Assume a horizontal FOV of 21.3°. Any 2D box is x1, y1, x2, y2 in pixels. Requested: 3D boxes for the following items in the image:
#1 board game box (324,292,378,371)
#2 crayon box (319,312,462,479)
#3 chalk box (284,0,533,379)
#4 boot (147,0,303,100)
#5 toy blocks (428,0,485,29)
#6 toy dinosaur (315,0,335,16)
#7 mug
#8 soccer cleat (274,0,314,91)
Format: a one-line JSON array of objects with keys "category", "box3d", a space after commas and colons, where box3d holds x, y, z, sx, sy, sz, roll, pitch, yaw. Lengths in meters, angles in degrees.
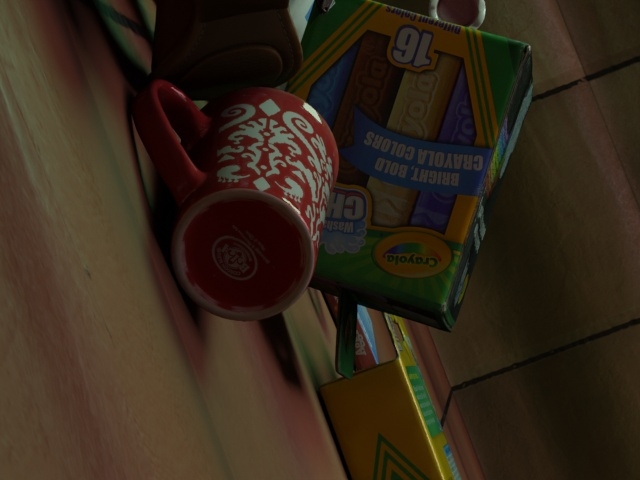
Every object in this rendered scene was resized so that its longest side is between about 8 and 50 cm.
[{"category": "board game box", "box3d": [0.000, 0.000, 1.884, 0.145, 0.027, 0.281, -99, 167, -72]}, {"category": "crayon box", "box3d": [0.083, 0.223, 1.581, 0.203, 0.083, 0.322, 29, 41, -81]}, {"category": "chalk box", "box3d": [0.046, -0.032, 1.400, 0.180, 0.179, 0.289, 51, 58, -79]}, {"category": "boot", "box3d": [-0.082, -0.226, 1.165, 0.283, 0.109, 0.220, 97, -17, -74]}, {"category": "toy blocks", "box3d": [0.013, -0.342, 1.918, 0.260, 0.289, 0.308, -110, -178, -83]}, {"category": "toy dinosaur", "box3d": [-0.060, -0.289, 1.316, 0.164, 0.218, 0.322, 124, -11, -79]}, {"category": "mug", "box3d": [-0.064, -0.027, 1.128, 0.169, 0.150, 0.113, -87, -168, -66]}, {"category": "soccer cleat", "box3d": [-0.043, -0.175, 1.604, 0.143, 0.116, 0.331, -20, 116, -52]}]
